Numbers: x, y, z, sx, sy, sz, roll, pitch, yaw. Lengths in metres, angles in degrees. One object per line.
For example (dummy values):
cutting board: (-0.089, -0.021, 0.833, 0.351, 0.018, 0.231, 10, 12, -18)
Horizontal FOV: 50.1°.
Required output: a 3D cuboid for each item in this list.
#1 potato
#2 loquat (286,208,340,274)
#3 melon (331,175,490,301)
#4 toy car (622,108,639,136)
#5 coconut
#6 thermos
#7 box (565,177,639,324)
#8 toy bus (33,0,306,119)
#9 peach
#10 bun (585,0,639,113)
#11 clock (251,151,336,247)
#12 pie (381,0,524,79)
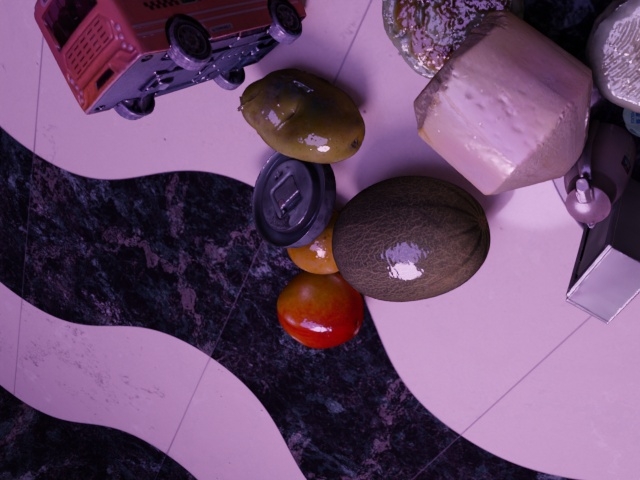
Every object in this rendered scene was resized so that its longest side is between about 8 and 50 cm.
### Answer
potato: (-0.030, -0.234, 1.277, 0.248, 0.169, 0.143, 30, 164, 20)
loquat: (0.000, 0.000, 1.456, 0.163, 0.137, 0.163, 32, 147, 24)
melon: (0.168, -0.004, 1.290, 0.301, 0.237, 0.238, -10, 118, 35)
toy car: (0.560, -0.189, 1.041, 0.186, 0.058, 0.093, 4, 127, 28)
coconut: (0.280, -0.189, 1.008, 0.244, 0.239, 0.239, 41, 134, -1)
thermos: (0.431, -0.114, 1.079, 0.105, 0.193, 0.137, 1, 123, 31)
box: (0.484, 0.010, 1.119, 0.086, 0.225, 0.130, 30, 133, 7)
toy bus: (-0.228, -0.365, 1.126, 0.203, 0.427, 0.233, -27, 96, 41)
peach: (0.010, 0.159, 1.541, 0.197, 0.197, 0.197, 16, 130, 20)
bun: (0.482, -0.283, 0.971, 0.195, 0.118, 0.196, 18, 129, 24)
clock: (-0.056, -0.089, 1.399, 0.214, 0.042, 0.215, -11, 74, 42)
pie: (0.208, -0.372, 1.102, 0.240, 0.054, 0.241, 11, 121, 19)
